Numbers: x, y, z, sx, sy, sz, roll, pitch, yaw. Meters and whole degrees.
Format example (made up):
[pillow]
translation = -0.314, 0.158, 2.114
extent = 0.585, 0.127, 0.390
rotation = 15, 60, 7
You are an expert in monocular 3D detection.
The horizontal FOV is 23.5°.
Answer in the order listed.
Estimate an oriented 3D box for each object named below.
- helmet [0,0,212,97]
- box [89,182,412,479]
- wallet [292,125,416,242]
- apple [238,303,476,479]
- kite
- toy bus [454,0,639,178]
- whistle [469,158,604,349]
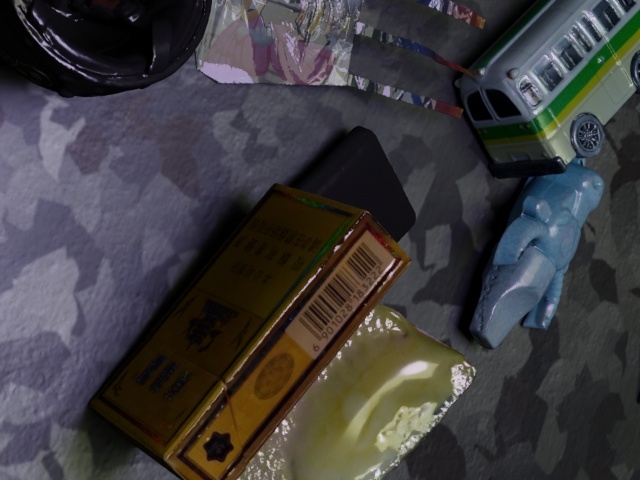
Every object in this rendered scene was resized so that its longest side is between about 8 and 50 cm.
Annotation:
[helmet]
translation = -0.229, -0.257, 1.437
extent = 0.231, 0.160, 0.278
rotation = 21, 63, -36
[box]
translation = -0.071, 0.092, 1.504
extent = 0.301, 0.193, 0.084
rotation = -50, 118, -11
[wallet]
translation = 0.000, 0.000, 1.689
extent = 0.250, 0.044, 0.149
rotation = -46, 121, -27
[apple]
translation = 0.008, 0.173, 1.642
extent = 0.193, 0.120, 0.265
rotation = 44, 82, -4
[kite]
translation = 0.026, -0.241, 1.686
extent = 0.361, 0.022, 0.204
rotation = 12, 86, -27
[toy bus]
translation = 0.299, -0.212, 1.855
extent = 0.276, 0.134, 0.164
rotation = -46, 113, -26
[whistle]
translation = 0.256, 0.006, 1.855
extent = 0.274, 0.093, 0.186
rotation = -60, 148, -17
